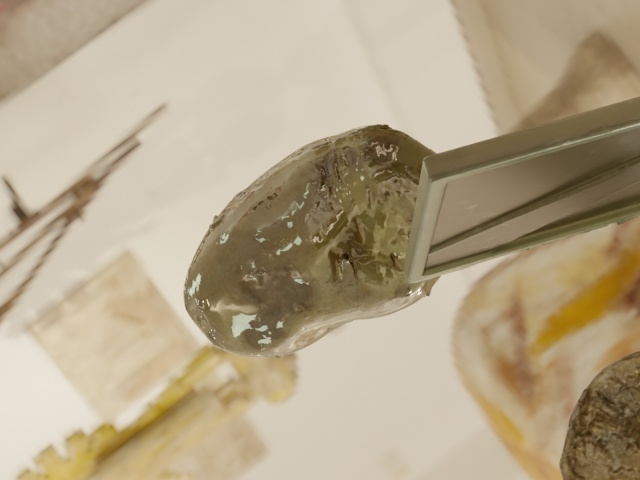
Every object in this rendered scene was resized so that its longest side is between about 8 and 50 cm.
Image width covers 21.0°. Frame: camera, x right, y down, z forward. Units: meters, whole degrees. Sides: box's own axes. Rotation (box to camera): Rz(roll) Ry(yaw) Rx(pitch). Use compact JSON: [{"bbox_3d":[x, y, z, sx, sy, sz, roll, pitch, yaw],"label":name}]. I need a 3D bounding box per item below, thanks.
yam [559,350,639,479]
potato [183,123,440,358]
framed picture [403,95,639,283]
[{"bbox_3d":[0.240,0.139,1.101,0.129,0.128,0.238,40,-172,28],"label":"yam"},{"bbox_3d":[0.000,0.000,1.476,0.165,0.262,0.165,61,-166,-25],"label":"potato"},{"bbox_3d":[0.168,-0.040,0.913,0.184,0.250,0.016,89,164,-73],"label":"framed picture"}]
